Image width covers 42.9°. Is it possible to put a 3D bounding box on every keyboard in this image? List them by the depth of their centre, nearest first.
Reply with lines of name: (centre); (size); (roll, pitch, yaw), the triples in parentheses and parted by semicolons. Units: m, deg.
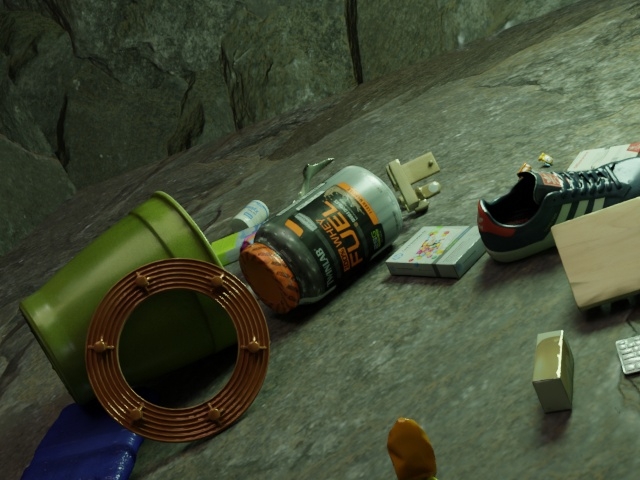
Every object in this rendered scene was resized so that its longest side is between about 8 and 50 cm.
keyboard: (0.544, 0.131, 1.125); (0.256, 0.014, 0.072); (-19, 22, 19)

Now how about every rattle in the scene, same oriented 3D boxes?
rattle: (0.113, 0.335, 0.973); (0.130, 0.143, 0.199); (8, 29, 26)

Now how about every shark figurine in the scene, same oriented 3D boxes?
shark figurine: (-0.004, -0.056, 2.033); (0.116, 0.278, 0.166); (5, -28, -27)

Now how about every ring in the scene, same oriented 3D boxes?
ring: (-0.259, 0.196, 1.479); (0.336, 0.337, 0.032); (-29, -10, -9)

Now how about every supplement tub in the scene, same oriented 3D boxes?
supplement tub: (0.000, 0.000, 1.783); (0.338, 0.207, 0.207); (-37, 24, -26)
supplement tub: (-0.203, -0.063, 2.353); (0.071, 0.071, 0.107); (-9, 26, 37)

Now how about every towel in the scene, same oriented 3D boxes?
towel: (-0.431, 0.402, 1.527); (0.227, 0.076, 0.308); (-14, 22, 10)

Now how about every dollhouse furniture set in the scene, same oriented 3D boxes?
dollhouse furniture set: (0.240, -0.150, 1.954); (0.123, 0.144, 0.151); (-25, -15, 1)

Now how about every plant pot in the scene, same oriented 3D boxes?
plant pot: (-0.395, 0.141, 1.649); (0.353, 0.366, 0.366); (-31, 21, -22)

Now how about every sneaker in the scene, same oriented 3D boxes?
sneaker: (0.455, -0.086, 1.516); (0.350, 0.148, 0.131); (-26, 39, 7)

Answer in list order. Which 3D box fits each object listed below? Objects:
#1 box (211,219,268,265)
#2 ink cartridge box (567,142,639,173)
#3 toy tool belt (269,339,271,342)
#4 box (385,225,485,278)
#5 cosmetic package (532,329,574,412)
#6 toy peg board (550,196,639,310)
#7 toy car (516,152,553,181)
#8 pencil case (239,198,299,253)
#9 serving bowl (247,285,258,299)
box: (-0.218, 0.010, 2.235); (0.178, 0.042, 0.109); (-22, 22, 9)
ink cartridge box: (0.591, -0.148, 1.668); (0.135, 0.056, 0.099); (-5, 29, 42)
toy tool belt: (-0.136, 0.191, 1.702); (0.052, 0.051, 0.083); (-26, 21, -1)
box: (0.249, 0.021, 1.686); (0.145, 0.038, 0.186); (-40, 24, -33)
cosmetic package: (0.335, 0.187, 1.168); (0.041, 0.060, 0.115); (-15, 25, 26)
toy peg board: (0.482, 0.034, 1.326); (0.161, 0.079, 0.161); (-20, 53, 16)
toy car: (0.491, -0.168, 1.838); (0.040, 0.060, 0.122); (32, 62, 29)
pencil case: (-0.099, -0.017, 2.089); (0.236, 0.104, 0.104); (-40, 25, -32)
serving bowl: (-0.140, 0.107, 1.940); (0.083, 0.027, 0.083); (-22, 20, 9)
